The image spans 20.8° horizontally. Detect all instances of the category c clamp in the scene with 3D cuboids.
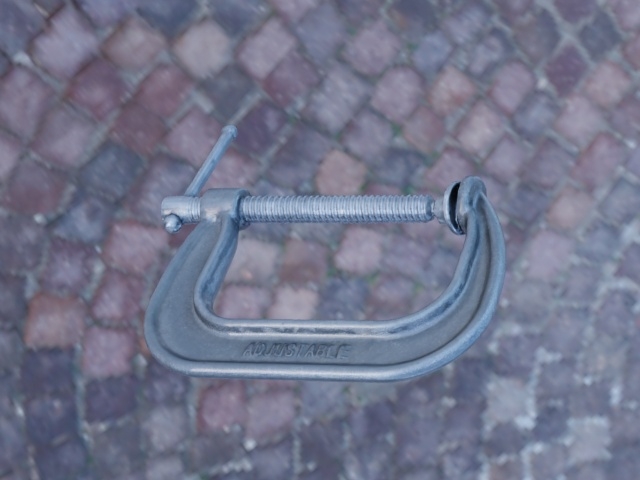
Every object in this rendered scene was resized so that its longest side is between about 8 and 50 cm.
[{"bbox_3d":[0.000,0.000,0.653,0.137,0.160,0.022,-59,142,-38],"label":"c clamp"}]
